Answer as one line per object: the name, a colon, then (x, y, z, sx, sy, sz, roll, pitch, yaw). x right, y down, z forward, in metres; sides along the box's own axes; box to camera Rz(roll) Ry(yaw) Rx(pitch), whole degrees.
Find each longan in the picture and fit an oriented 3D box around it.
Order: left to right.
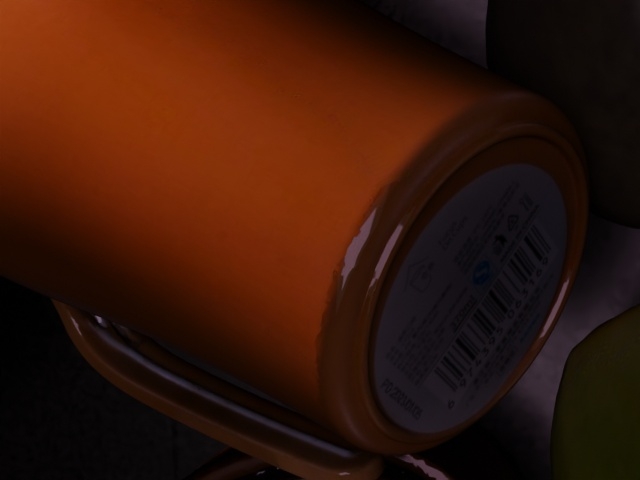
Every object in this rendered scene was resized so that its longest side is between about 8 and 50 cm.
longan: (0.149, -0.092, 0.556, 0.187, 0.167, 0.167, -31, 84, 7)

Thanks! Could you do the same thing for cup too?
cup: (-0.039, -0.015, 0.578, 0.264, 0.182, 0.226, 29, 131, 38)

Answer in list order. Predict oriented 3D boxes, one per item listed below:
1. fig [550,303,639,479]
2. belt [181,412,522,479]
fig: (0.216, 0.138, 0.518, 0.258, 0.258, 0.326, -47, 61, 16)
belt: (-0.018, 0.187, 0.667, 0.261, 0.105, 0.184, -35, 85, 17)
